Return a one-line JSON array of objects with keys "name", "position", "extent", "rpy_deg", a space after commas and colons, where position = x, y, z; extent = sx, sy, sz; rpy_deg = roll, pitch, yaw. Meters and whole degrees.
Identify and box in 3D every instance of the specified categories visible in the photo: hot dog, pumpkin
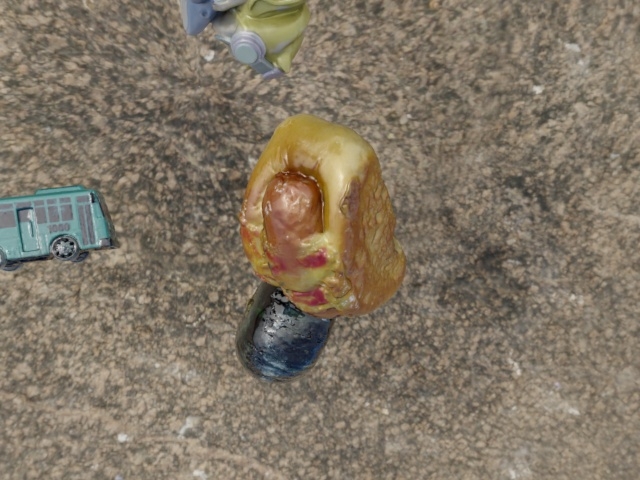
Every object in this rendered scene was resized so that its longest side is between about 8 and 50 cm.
[{"name": "hot dog", "position": [0.000, 0.000, 0.522], "extent": [0.153, 0.150, 0.256], "rpy_deg": [-48, 140, -21]}, {"name": "pumpkin", "position": [-0.063, 0.149, 0.857], "extent": [0.163, 0.233, 0.232], "rpy_deg": [23, 101, -5]}]

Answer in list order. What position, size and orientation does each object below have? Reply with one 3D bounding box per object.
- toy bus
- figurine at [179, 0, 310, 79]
[{"name": "toy bus", "position": [-0.331, -0.015, 0.545], "extent": [0.161, 0.079, 0.091], "rpy_deg": [-8, 90, -17]}, {"name": "figurine", "position": [-0.056, -0.258, 0.463], "extent": [0.209, 0.128, 0.184], "rpy_deg": [-11, 145, 23]}]
